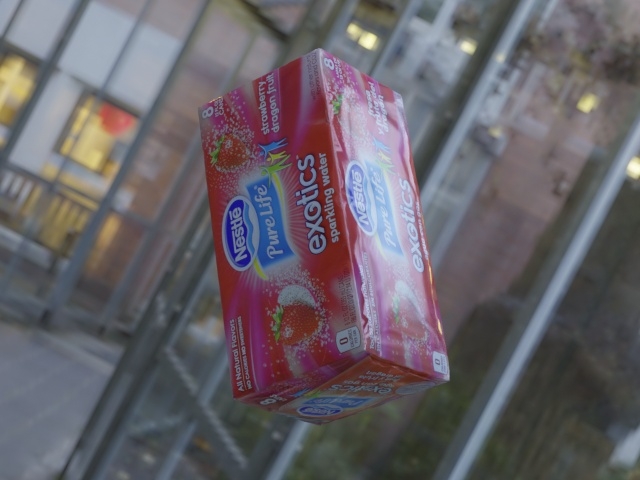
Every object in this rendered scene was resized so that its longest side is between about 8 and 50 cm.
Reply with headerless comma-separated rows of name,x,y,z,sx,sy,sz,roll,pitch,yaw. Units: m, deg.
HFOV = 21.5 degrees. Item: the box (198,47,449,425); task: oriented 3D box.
box,0.000,0.000,1.314,0.128,0.257,0.122,-22,-27,30
